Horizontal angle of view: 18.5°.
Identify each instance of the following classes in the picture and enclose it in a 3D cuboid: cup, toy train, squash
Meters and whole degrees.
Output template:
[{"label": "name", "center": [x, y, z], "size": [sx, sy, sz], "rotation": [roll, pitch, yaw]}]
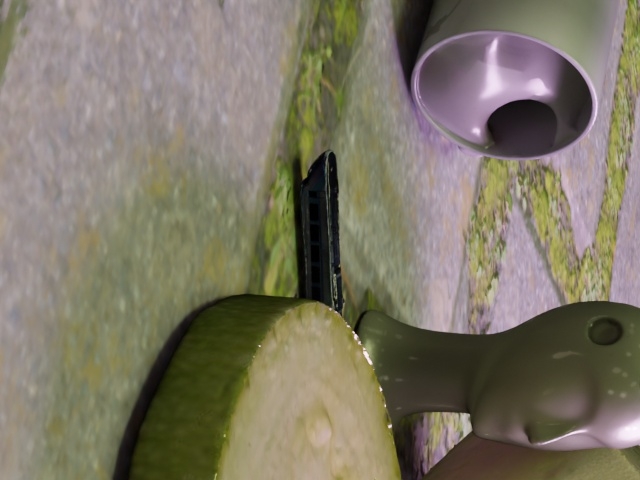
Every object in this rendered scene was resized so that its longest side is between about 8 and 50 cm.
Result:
[{"label": "cup", "center": [0.098, -0.115, 1.065], "size": [0.099, 0.136, 0.133], "rotation": [35, 50, -24]}, {"label": "toy train", "center": [0.000, 0.000, 0.890], "size": [0.017, 0.017, 0.083], "rotation": [-31, 121, -68]}, {"label": "squash", "center": [-0.016, 0.145, 0.812], "size": [0.252, 0.049, 0.252], "rotation": [0, 90, -69]}]

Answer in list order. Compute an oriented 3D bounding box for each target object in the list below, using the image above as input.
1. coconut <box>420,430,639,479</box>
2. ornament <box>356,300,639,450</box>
[{"label": "coconut", "center": [0.119, 0.160, 1.012], "size": [0.152, 0.147, 0.147], "rotation": [-36, 133, -23]}, {"label": "ornament", "center": [0.097, 0.069, 0.955], "size": [0.081, 0.156, 0.075], "rotation": [-68, 150, -44]}]
